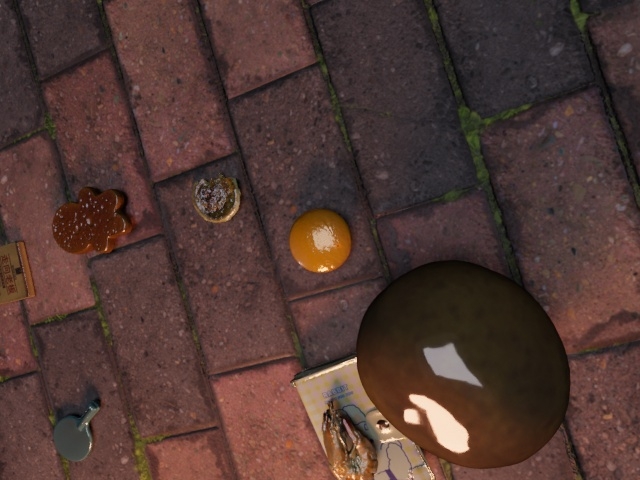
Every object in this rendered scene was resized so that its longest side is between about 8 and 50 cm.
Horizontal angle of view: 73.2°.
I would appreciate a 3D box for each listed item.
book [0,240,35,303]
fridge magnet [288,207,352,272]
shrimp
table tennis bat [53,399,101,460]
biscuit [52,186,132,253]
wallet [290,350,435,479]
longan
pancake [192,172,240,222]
[{"bbox_3d":[-0.913,0.105,1.210,0.231,0.026,0.161,-14,88,14],"label":"book"},{"bbox_3d":[0.000,0.000,0.947,0.143,0.063,0.142,1,94,16],"label":"fridge magnet"},{"bbox_3d":[0.053,0.421,0.895,0.102,0.042,0.190,-22,89,1],"label":"shrimp"},{"bbox_3d":[-0.646,0.506,1.152,0.124,0.033,0.201,38,103,9],"label":"table tennis bat"},{"bbox_3d":[-0.594,-0.047,1.114,0.237,0.039,0.179,-16,90,15],"label":"biscuit"},{"bbox_3d":[0.089,0.404,0.932,0.224,0.077,0.309,-27,87,17],"label":"wallet"},{"bbox_3d":[0.243,0.214,0.766,0.362,0.361,0.360,1,92,15],"label":"longan"},{"bbox_3d":[-0.247,-0.100,1.030,0.130,0.023,0.116,-14,88,19],"label":"pancake"}]
